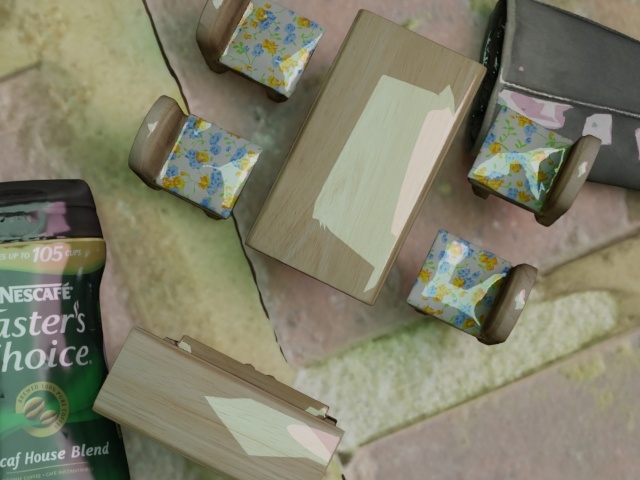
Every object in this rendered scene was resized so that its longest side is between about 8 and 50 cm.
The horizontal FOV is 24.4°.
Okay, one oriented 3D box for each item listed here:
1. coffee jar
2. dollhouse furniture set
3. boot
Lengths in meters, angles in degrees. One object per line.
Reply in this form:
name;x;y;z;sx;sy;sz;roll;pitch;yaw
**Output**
coffee jar;-0.153;0.061;0.764;0.096;0.079;0.184;-6;85;-14
dollhouse furniture set;0.000;0.000;0.743;0.212;0.161;0.242;26;85;4
boot;0.187;-0.037;0.861;0.208;0.076;0.190;13;69;-18
